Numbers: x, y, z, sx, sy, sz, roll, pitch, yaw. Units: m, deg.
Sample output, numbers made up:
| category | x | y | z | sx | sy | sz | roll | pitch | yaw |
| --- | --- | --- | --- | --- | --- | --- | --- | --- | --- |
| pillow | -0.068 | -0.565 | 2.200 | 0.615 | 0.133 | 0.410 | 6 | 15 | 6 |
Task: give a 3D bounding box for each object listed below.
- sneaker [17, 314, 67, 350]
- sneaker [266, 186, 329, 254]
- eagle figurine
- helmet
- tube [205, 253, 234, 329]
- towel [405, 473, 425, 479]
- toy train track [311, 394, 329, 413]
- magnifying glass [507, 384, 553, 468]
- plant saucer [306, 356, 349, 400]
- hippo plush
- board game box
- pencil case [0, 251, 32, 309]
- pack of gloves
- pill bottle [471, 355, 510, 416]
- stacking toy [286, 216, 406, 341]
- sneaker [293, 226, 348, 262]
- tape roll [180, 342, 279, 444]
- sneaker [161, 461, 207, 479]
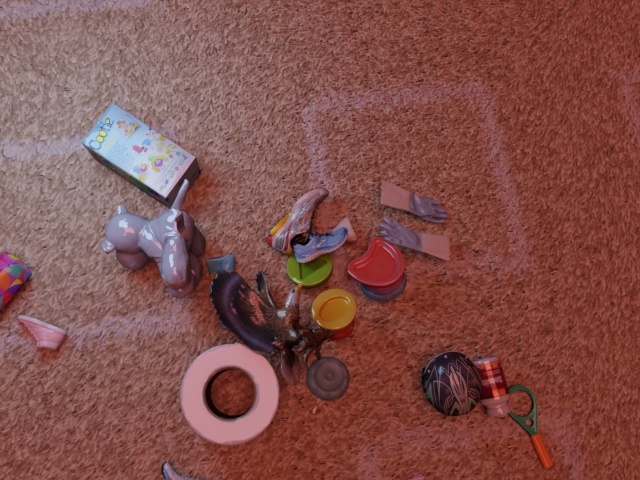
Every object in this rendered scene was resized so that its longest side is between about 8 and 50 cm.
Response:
| category | x | y | z | sx | sy | sz | roll | pitch | yaw |
| --- | --- | --- | --- | --- | --- | --- | --- | --- | --- |
| sneaker | -0.748 | 0.248 | 1.647 | 0.134 | 0.051 | 0.070 | 23 | 71 | -4 |
| sneaker | -0.049 | -0.054 | 1.757 | 0.092 | 0.088 | 0.225 | 38 | 86 | 14 |
| eagle figurine | -0.117 | 0.196 | 1.582 | 0.298 | 0.226 | 0.225 | 20 | 49 | 25 |
| helmet | 0.349 | 0.380 | 1.653 | 0.169 | 0.161 | 0.170 | 0 | 80 | -1 |
| tube | -0.262 | 0.141 | 1.720 | 0.080 | 0.052 | 0.207 | -8 | 72 | -16 |
| towel | 0.238 | 0.735 | 1.641 | 0.144 | 0.029 | 0.197 | -17 | 82 | -9 |
| toy train track | -0.003 | 0.430 | 1.689 | 0.048 | 0.014 | 0.083 | 24 | 70 | 7 |
| magnifying glass | 0.580 | 0.512 | 1.720 | 0.092 | 0.026 | 0.231 | -20 | 81 | -9 |
| plant saucer | 0.022 | 0.373 | 1.693 | 0.119 | 0.021 | 0.119 | 2 | 68 | -5 |
| hippo plush | -0.445 | 0.021 | 1.622 | 0.236 | 0.294 | 0.234 | 1 | 56 | 3 |
| board game box | -0.491 | -0.228 | 1.728 | 0.275 | 0.142 | 0.144 | 34 | 77 | 2 |
| pencil case | -0.869 | 0.144 | 1.639 | 0.104 | 0.104 | 0.236 | 36 | 79 | 3 |
| pack of gloves | 0.262 | -0.050 | 1.785 | 0.232 | 0.046 | 0.195 | 18 | 57 | -19 |
| pill bottle | 0.467 | 0.398 | 1.703 | 0.086 | 0.086 | 0.152 | -13 | 79 | -8 |
| stacking toy | 0.071 | 0.112 | 1.748 | 0.309 | 0.130 | 0.279 | -36 | 57 | -14 |
| sneaker | 0.000 | 0.000 | 1.701 | 0.162 | 0.063 | 0.073 | -26 | 108 | -7 |
| tape roll | -0.227 | 0.392 | 1.601 | 0.246 | 0.169 | 0.246 | 1 | 77 | -5 |
| sneaker | -0.330 | 0.633 | 1.597 | 0.083 | 0.071 | 0.191 | -40 | 92 | -18 |
